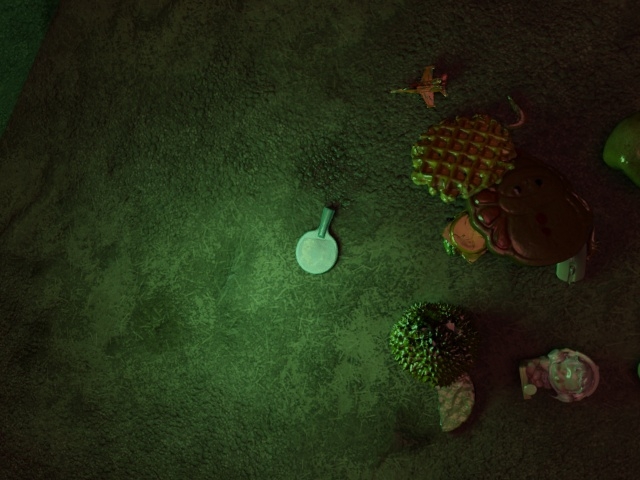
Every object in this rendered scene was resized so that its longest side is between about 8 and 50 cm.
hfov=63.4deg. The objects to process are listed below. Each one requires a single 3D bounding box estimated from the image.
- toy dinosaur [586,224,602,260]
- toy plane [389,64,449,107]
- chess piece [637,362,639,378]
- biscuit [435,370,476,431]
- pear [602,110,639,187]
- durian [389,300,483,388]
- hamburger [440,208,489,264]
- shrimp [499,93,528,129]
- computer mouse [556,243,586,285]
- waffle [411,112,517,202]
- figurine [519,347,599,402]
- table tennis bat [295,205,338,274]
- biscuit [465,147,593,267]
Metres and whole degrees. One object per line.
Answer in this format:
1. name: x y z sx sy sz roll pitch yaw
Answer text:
1. toy dinosaur: 0.840 0.010 1.584 0.041 0.026 0.113 16 103 29
2. toy plane: 0.322 -0.493 1.684 0.189 0.062 0.135 -4 90 26
3. chess piece: 1.025 0.474 1.498 0.167 0.167 0.299 -23 79 11
4. biscuit: 0.432 0.488 1.673 0.133 0.032 0.249 -11 88 12
5. pear: 0.947 -0.264 1.477 0.228 0.188 0.211 41 110 9
6. durian: 0.347 0.321 1.593 0.291 0.291 0.224 30 137 10
7. hamburger: 0.474 -0.022 1.631 0.190 0.093 0.164 -32 82 9
8. shrimp: 0.600 -0.404 1.638 0.083 0.023 0.114 -29 88 13
9. computer mouse: 0.766 0.049 1.589 0.089 0.056 0.181 1 91 16
10. waffle: 0.428 -0.264 1.592 0.325 0.068 0.301 -22 57 2
11. figurine: 0.718 0.406 1.556 0.237 0.141 0.162 -5 94 12
12. table tennis bat: 0.000 0.000 1.763 0.149 0.038 0.237 19 97 12
13. biscuit: 0.622 -0.103 1.563 0.359 0.074 0.380 -16 77 -8
